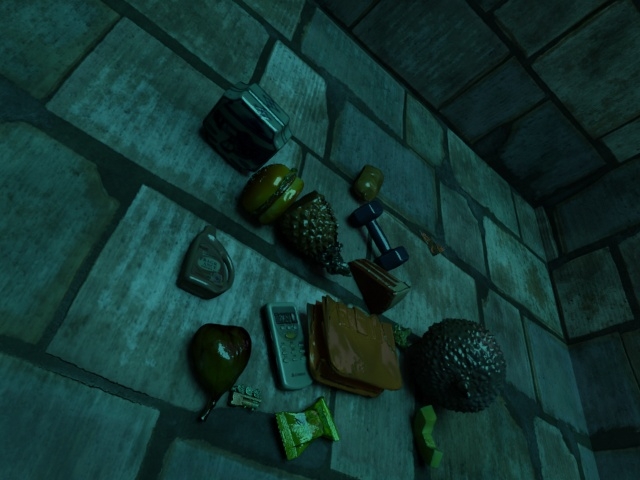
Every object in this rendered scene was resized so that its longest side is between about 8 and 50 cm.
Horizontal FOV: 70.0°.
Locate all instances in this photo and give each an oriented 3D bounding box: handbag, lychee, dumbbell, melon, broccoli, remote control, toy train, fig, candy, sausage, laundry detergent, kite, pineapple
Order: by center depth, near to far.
[{"bbox_3d":[-0.291,0.367,1.289,0.170,0.146,0.274,23,63,-32],"label":"fig"},{"bbox_3d":[-0.222,0.466,1.350,0.103,0.044,0.064,27,50,-27],"label":"toy train"},{"bbox_3d":[-0.033,0.586,1.438,0.247,0.069,0.148,0,62,-46],"label":"candy"},{"bbox_3d":[-0.349,0.071,1.469,0.171,0.076,0.236,33,42,-27],"label":"laundry detergent"},{"bbox_3d":[-0.111,0.350,1.530,0.140,0.056,0.296,7,59,-41],"label":"remote control"},{"bbox_3d":[0.122,0.390,1.661,0.410,0.116,0.303,30,42,-40],"label":"handbag"},{"bbox_3d":[0.407,0.748,1.738,0.064,0.118,0.209,11,44,-25],"label":"melon"},{"bbox_3d":[-0.001,0.001,1.782,0.357,0.223,0.223,57,38,-14],"label":"pineapple"},{"bbox_3d":[0.561,0.505,1.875,0.380,0.380,0.432,51,13,-6],"label":"lychee"},{"bbox_3d":[0.348,0.405,1.931,0.095,0.092,0.096,38,23,-40],"label":"broccoli"},{"bbox_3d":[0.266,-0.016,2.093,0.324,0.160,0.144,62,8,8],"label":"dumbbell"},{"bbox_3d":[0.238,-0.284,2.265,0.136,0.120,0.241,38,42,-3],"label":"sausage"},{"bbox_3d":[0.620,0.044,2.518,0.222,0.008,0.125,32,47,-25],"label":"kite"}]

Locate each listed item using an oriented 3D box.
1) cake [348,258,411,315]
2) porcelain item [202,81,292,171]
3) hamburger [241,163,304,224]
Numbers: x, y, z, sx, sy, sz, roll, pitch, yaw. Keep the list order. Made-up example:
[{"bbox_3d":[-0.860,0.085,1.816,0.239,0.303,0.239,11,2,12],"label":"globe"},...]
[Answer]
[{"bbox_3d":[0.234,0.205,1.984,0.262,0.159,0.158,35,29,32],"label":"cake"},{"bbox_3d":[-0.275,-0.419,1.711,0.281,0.286,0.157,46,43,-15],"label":"porcelain item"},{"bbox_3d":[-0.186,-0.186,1.690,0.170,0.246,0.246,41,42,-15],"label":"hamburger"}]
